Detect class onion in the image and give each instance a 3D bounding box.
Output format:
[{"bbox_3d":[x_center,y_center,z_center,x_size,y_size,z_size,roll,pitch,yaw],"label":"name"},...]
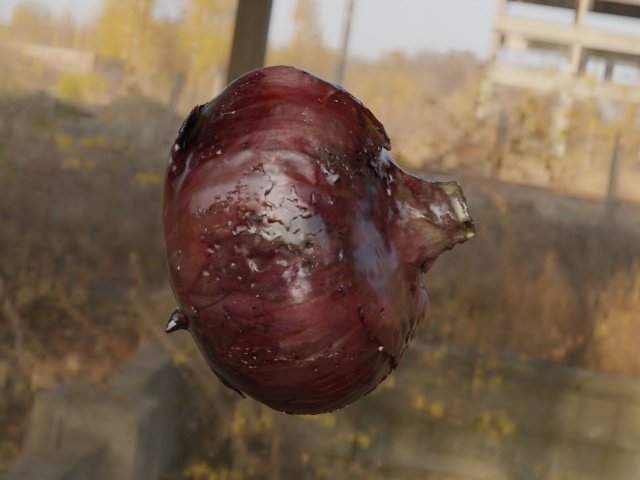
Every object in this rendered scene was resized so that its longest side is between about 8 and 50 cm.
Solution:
[{"bbox_3d":[0.000,0.000,1.210,0.219,0.252,0.252,-8,1,7],"label":"onion"}]
